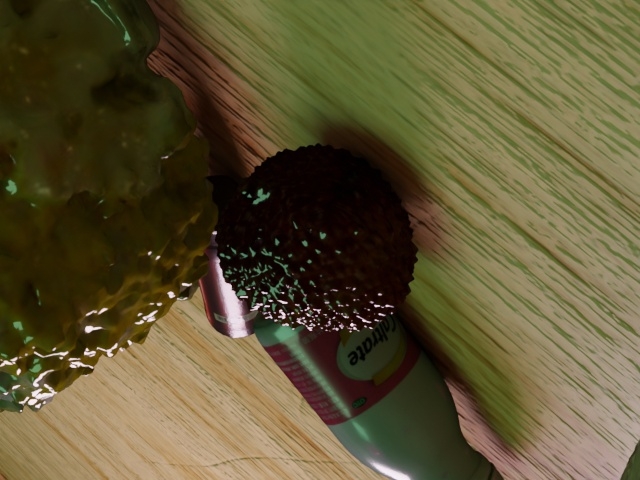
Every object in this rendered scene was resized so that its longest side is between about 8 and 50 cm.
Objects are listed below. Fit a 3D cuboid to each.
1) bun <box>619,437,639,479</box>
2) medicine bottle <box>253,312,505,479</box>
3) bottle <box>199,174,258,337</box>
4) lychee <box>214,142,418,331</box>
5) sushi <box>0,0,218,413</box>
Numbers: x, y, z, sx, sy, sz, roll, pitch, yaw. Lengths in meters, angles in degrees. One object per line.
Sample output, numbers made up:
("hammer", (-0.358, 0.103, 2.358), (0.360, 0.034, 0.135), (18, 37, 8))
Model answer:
("bun", (0.270, 0.172, 0.623), (0.365, 0.219, 0.365), (26, 140, 24))
("medicine bottle", (0.048, 0.117, 1.206), (0.217, 0.090, 0.090), (51, 159, -12))
("bottle", (-0.073, 0.010, 1.304), (0.060, 0.060, 0.164), (37, 157, 25))
("lychee", (0.000, 0.003, 1.055), (0.129, 0.123, 0.123), (51, 159, -5))
("sushi", (-0.264, -0.072, 1.199), (0.397, 0.240, 0.351), (57, 147, -3))
